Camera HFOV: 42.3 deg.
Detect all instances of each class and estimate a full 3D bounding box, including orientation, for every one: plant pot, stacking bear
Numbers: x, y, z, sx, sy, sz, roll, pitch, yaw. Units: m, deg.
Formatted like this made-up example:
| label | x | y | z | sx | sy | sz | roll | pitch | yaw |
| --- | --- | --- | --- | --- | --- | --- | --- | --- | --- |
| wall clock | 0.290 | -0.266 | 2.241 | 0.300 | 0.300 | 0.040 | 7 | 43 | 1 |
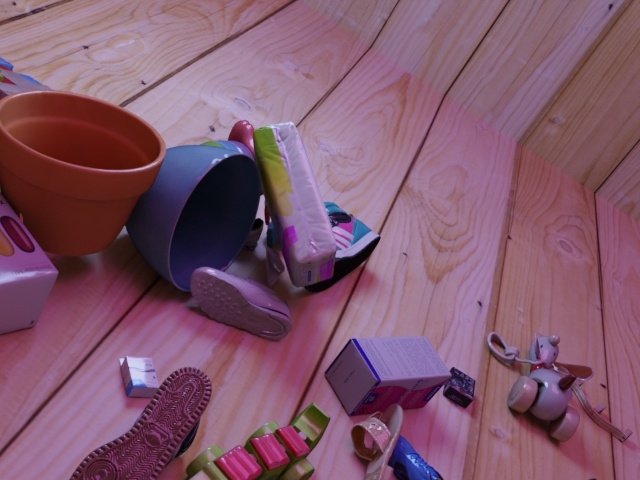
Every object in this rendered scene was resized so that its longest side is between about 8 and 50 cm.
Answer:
| label | x | y | z | sx | sy | sz | roll | pitch | yaw |
| --- | --- | --- | --- | --- | --- | --- | --- | --- | --- |
| plant pot | -0.438 | -0.110 | 1.457 | 0.290 | 0.204 | 0.291 | 17 | 29 | -10 |
| stacking bear | -0.261 | -0.145 | 1.846 | 0.289 | 0.164 | 0.175 | -19 | 59 | -41 |
| plant pot | -0.279 | -0.071 | 1.631 | 0.195 | 0.290 | 0.290 | 26 | 26 | 21 |

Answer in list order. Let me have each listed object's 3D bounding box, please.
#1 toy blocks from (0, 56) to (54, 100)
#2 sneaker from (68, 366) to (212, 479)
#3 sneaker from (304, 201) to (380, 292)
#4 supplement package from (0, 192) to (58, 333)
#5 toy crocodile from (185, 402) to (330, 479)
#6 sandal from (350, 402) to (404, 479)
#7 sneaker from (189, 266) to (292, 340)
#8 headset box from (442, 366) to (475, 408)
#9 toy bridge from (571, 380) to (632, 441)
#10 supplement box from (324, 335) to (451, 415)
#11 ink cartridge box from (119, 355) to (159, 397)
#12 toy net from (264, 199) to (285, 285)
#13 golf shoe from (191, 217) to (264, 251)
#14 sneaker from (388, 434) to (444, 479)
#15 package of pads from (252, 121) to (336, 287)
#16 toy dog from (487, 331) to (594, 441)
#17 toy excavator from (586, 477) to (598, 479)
| label | x | y | z | sx | sy | sz | roll | pitch | yaw |
| --- | --- | --- | --- | --- | --- | --- | --- | --- | --- |
| toy blocks | -0.645 | -0.288 | 1.678 | 0.381 | 0.191 | 0.261 | 32 | 11 | 16 |
| sneaker | -0.272 | 0.324 | 1.238 | 0.099 | 0.153 | 0.282 | 39 | 61 | 5 |
| sneaker | 0.000 | 0.000 | 1.919 | 0.178 | 0.124 | 0.295 | 39 | 34 | 16 |
| supplement package | -0.558 | 0.025 | 1.335 | 0.244 | 0.134 | 0.139 | 47 | 33 | 22 |
| toy crocodile | -0.102 | 0.357 | 1.321 | 0.115 | 0.105 | 0.340 | 47 | 33 | 22 |
| sandal | 0.092 | 0.367 | 1.511 | 0.079 | 0.088 | 0.240 | 34 | 34 | -11 |
| sneaker | -0.159 | 0.112 | 1.637 | 0.235 | 0.090 | 0.095 | 34 | 31 | -27 |
| headset box | 0.307 | 0.327 | 1.829 | 0.062 | 0.032 | 0.083 | 31 | 31 | -3 |
| toy bridge | 0.691 | 0.424 | 2.064 | 0.063 | 0.026 | 0.188 | -10 | 51 | -48 |
| supplement box | 0.139 | 0.270 | 1.672 | 0.220 | 0.111 | 0.114 | 3 | 42 | -41 |
| ink cartridge box | -0.307 | 0.223 | 1.395 | 0.048 | 0.028 | 0.083 | 10 | 37 | -35 |
| toy net | -0.098 | 0.003 | 1.825 | 0.045 | 0.122 | 0.232 | -4 | 37 | -1 |
| golf shoe | -0.201 | -0.024 | 1.799 | 0.176 | 0.086 | 0.069 | -3 | 48 | -45 |
| sneaker | 0.188 | 0.430 | 1.521 | 0.069 | 0.082 | 0.209 | 7 | 38 | -34 |
| package of pads | -0.052 | -0.067 | 1.704 | 0.101 | 0.229 | 0.297 | -16 | 74 | -6 |
| toy dog | 0.547 | 0.307 | 1.959 | 0.220 | 0.161 | 0.334 | 22 | 32 | -20 |
| toy excavator | 0.547 | 0.604 | 1.533 | 0.445 | 0.222 | 0.433 | 36 | 27 | -25 |
